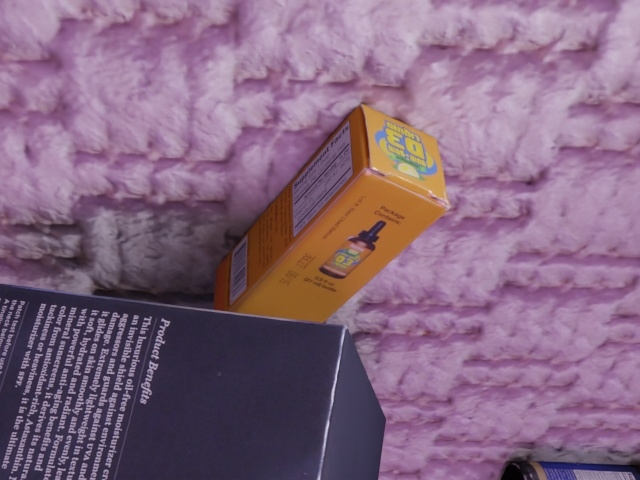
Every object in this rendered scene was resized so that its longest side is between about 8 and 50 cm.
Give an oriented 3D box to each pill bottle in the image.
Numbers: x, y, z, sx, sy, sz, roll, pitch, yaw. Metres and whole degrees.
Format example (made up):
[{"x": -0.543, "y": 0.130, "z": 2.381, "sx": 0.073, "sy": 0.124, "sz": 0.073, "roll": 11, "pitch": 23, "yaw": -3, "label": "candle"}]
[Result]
[{"x": 0.335, "y": 0.331, "z": 1.082, "sx": 0.219, "sy": 0.122, "sz": 0.122, "roll": 4, "pitch": 139, "yaw": -7, "label": "pill bottle"}]

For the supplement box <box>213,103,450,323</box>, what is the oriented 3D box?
[{"x": 0.000, "y": 0.000, "z": 0.721, "sx": 0.078, "sy": 0.080, "sz": 0.233, "roll": 22, "pitch": 136, "yaw": -26, "label": "supplement box"}]

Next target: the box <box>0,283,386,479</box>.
[{"x": -0.109, "y": 0.178, "z": 0.760, "sx": 0.294, "sy": 0.182, "sz": 0.296, "roll": 6, "pitch": 157, "yaw": 12, "label": "box"}]
